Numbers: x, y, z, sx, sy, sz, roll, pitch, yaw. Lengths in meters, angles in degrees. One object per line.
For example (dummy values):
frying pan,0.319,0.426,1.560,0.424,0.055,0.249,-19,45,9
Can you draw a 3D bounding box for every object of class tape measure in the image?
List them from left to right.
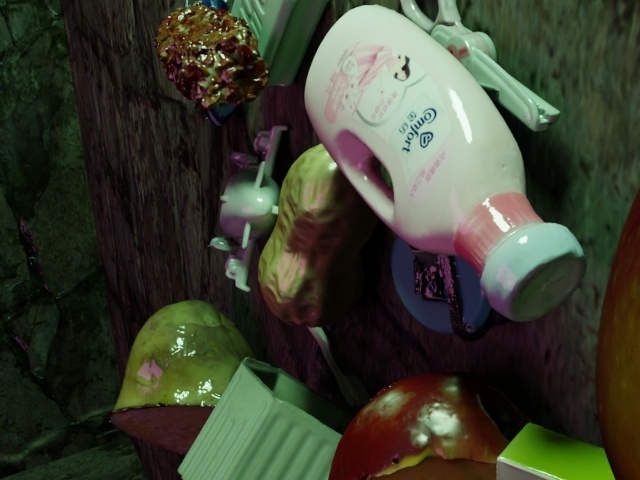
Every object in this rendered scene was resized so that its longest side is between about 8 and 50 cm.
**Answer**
tape measure,0.129,0.023,0.790,0.125,0.080,0.146,-2,101,50

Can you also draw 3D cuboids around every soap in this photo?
soap,-0.060,-0.290,1.052,0.198,0.066,0.119,123,130,-60

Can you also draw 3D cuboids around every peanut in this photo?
peanut,0.000,0.000,1.000,0.149,0.149,0.313,59,147,33

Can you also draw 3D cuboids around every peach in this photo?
peach,0.091,0.237,0.839,0.267,0.158,0.154,-60,7,34

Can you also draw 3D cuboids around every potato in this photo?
potato,-0.224,0.250,1.556,0.289,0.300,0.237,77,-164,-53

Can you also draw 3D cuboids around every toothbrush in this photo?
toothbrush,-0.004,0.134,1.233,0.307,0.029,0.025,56,139,43

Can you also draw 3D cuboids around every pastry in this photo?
pastry,-0.144,-0.237,1.060,0.208,0.115,0.097,40,152,50

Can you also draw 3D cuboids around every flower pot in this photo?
flower pot,-0.051,0.300,1.125,0.190,0.209,0.239,-59,32,-2

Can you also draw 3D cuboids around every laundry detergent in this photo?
laundry detergent,0.095,-0.069,0.710,0.335,0.087,0.159,57,134,39

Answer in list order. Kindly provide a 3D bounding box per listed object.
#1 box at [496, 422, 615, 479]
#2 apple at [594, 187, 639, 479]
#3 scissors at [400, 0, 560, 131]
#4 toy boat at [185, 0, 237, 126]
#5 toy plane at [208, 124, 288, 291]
box,0.233,0.295,0.666,0.175,0.062,0.261,13,117,37
apple,0.251,0.029,0.292,0.288,0.288,0.317,23,112,61
scissors,0.132,-0.163,0.739,0.242,0.030,0.118,-126,31,-47
toy boat,-0.187,-0.323,1.361,0.291,0.066,0.221,-118,25,-53
toy plane,-0.090,-0.048,1.184,0.244,0.117,0.245,-168,90,-83
